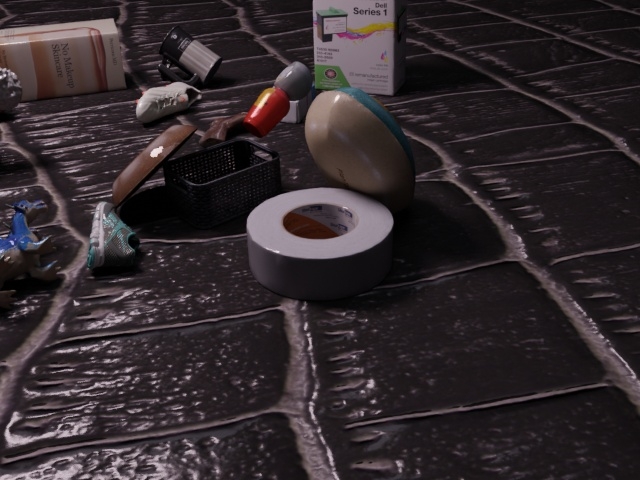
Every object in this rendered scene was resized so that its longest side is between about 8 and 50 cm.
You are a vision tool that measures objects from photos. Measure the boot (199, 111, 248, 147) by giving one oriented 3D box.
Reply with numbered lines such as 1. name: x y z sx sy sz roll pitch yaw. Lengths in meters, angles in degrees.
1. boot: -0.188 -0.225 1.575 0.106 0.037 0.114 -9 25 13

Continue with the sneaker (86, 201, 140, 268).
1. sneaker: -0.321 -0.004 1.197 0.076 0.065 0.166 8 31 -16

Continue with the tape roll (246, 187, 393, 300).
1. tape roll: 0.000 0.000 1.147 0.219 0.072 0.219 -1 30 0

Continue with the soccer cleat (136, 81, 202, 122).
1. soccer cleat: -0.339 -0.312 1.707 0.076 0.068 0.196 13 30 18

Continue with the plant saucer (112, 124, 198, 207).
1. plant saucer: -0.290 -0.134 1.301 0.198 0.036 0.198 -43 9 9

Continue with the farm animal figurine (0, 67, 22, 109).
1. farm animal figurine: -0.752 -0.203 1.398 0.326 0.331 0.172 18 20 -25

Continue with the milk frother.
1. milk frother: -0.330 -0.435 1.895 0.134 0.129 0.143 36 1 -3

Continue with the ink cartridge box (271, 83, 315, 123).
1. ink cartridge box: -0.071 -0.308 1.697 0.088 0.052 0.122 8 33 15

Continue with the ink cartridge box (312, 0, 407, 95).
1. ink cartridge box: 0.092 -0.495 1.786 0.201 0.278 0.117 9 31 18

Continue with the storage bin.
1. storage bin: -0.167 -0.102 1.318 0.180 0.085 0.122 -24 37 -34

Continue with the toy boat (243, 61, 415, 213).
1. toy boat: 0.026 -0.186 1.251 0.318 0.267 0.148 31 73 26

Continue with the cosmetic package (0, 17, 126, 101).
1. cosmetic package: -0.632 -0.435 1.847 0.296 0.153 0.129 -12 33 -15

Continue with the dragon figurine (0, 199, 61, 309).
1. dragon figurine: -0.481 0.031 1.103 0.143 0.085 0.289 14 33 25
